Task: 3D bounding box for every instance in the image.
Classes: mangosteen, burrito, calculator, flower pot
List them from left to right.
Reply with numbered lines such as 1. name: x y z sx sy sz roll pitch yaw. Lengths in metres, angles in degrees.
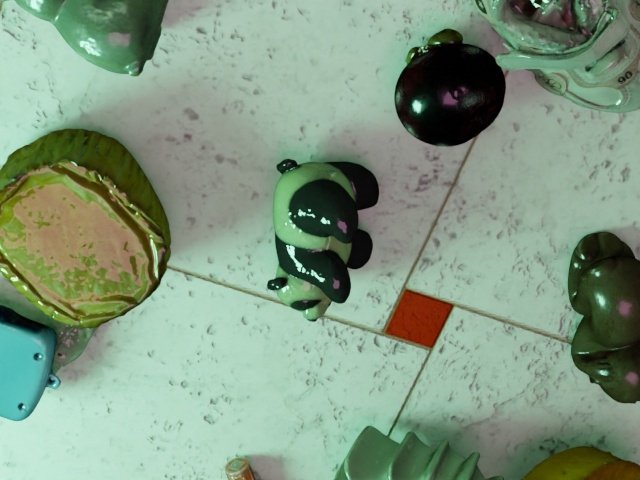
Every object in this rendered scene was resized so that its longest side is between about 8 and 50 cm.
1. calculator: -0.512 0.154 1.611 0.293 0.051 0.173 21 113 -4
2. burrito: -0.375 0.150 1.647 0.074 0.044 0.118 25 107 -19
3. flower pot: 0.139 0.480 1.744 0.254 0.164 0.367 12 117 16
4. mangosteen: 0.166 -0.202 1.477 0.152 0.152 0.152 -2 115 -4

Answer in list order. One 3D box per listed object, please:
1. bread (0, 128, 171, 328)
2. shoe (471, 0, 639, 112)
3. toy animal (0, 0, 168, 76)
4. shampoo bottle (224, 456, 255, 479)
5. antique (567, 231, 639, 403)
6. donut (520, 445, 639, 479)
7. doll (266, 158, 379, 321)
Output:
1. bread: -0.330 -0.017 1.519 0.227 0.142 0.253 -31 111 11
2. shoe: 0.311 -0.269 1.417 0.351 0.198 0.172 34 110 -17
3. toy animal: -0.318 -0.303 1.395 0.251 0.127 0.125 20 115 -9
4. shampoo bottle: -0.103 0.447 1.802 0.108 0.051 0.221 -15 115 3
5. antique: 0.440 0.129 1.648 0.121 0.143 0.257 -10 118 -2
6. donut: 0.394 0.445 1.765 0.278 0.108 0.277 -15 118 -30
7. doll: 0.001 -0.002 1.560 0.135 0.143 0.234 10 118 17
